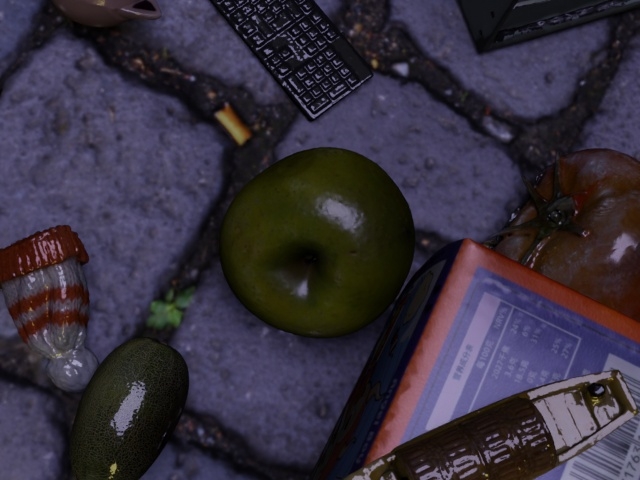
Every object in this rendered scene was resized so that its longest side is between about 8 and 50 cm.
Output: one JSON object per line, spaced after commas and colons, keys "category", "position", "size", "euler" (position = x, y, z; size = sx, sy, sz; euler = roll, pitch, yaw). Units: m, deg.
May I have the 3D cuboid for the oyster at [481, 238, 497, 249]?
{"category": "oyster", "position": [0.221, 0.022, 1.210], "size": [0.051, 0.034, 0.093], "euler": [-44, 96, -8]}

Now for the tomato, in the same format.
{"category": "tomato", "position": [0.293, 0.011, 1.140], "size": [0.180, 0.155, 0.214], "euler": [36, 76, -22]}

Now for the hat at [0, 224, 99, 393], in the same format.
{"category": "hat", "position": [-0.266, 0.075, 1.109], "size": [0.112, 0.093, 0.162], "euler": [-18, 84, 28]}

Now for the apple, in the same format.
{"category": "apple", "position": [0.000, 0.000, 1.112], "size": [0.196, 0.196, 0.157], "euler": [23, 33, -1]}

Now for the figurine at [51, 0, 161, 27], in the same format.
{"category": "figurine", "position": [-0.237, -0.290, 1.186], "size": [0.138, 0.125, 0.125], "euler": [11, 74, -20]}

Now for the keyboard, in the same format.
{"category": "keyboard", "position": [-0.069, -0.279, 1.256], "size": [0.101, 0.018, 0.310], "euler": [-37, 83, -13]}

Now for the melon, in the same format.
{"category": "melon", "position": [-0.189, 0.172, 1.087], "size": [0.099, 0.099, 0.162], "euler": [25, 77, 0]}

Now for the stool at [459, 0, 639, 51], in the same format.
{"category": "stool", "position": [0.283, -0.355, 1.189], "size": [0.243, 0.270, 0.170], "euler": [-18, 79, -10]}

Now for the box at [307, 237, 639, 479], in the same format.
{"category": "box", "position": [0.129, 0.227, 0.999], "size": [0.256, 0.318, 0.349], "euler": [26, 75, 0]}

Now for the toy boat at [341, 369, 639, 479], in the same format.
{"category": "toy boat", "position": [0.128, 0.154, 0.808], "size": [0.226, 0.088, 0.068], "euler": [-22, 77, -10]}
